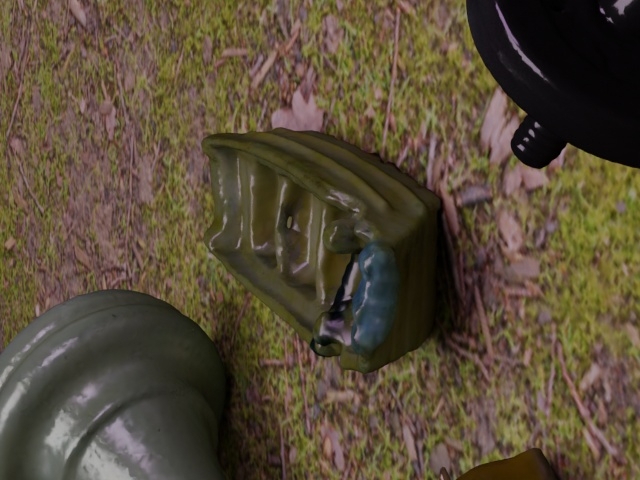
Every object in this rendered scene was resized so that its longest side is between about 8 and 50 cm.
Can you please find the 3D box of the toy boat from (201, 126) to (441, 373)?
[{"bbox_3d":[0.006,0.000,1.183,0.276,0.084,0.111,-146,55,-62],"label":"toy boat"}]

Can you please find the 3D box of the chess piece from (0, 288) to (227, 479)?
[{"bbox_3d":[-0.098,0.184,1.314,0.299,0.195,0.194,42,130,43],"label":"chess piece"}]

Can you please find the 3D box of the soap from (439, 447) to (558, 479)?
[{"bbox_3d":[0.032,0.312,0.975,0.304,0.169,0.338,-35,57,24],"label":"soap"}]

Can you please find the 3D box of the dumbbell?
[{"bbox_3d":[0.159,-0.135,0.789,0.325,0.143,0.143,-59,42,48],"label":"dumbbell"}]
